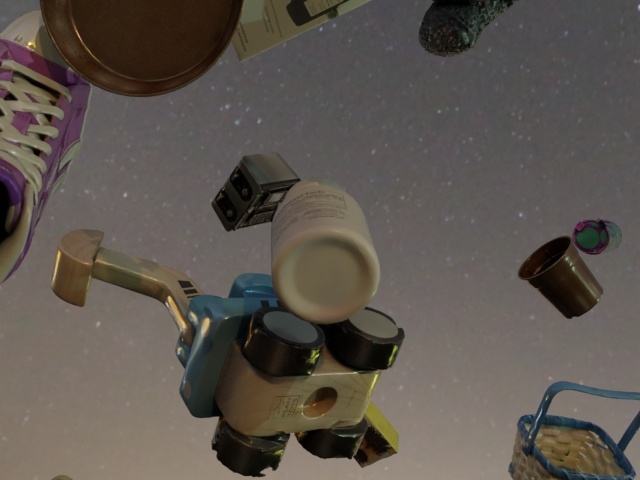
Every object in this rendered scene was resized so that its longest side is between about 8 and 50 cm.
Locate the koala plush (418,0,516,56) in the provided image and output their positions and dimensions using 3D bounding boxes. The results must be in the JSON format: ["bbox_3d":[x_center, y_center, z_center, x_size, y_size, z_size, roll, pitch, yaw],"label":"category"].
[{"bbox_3d":[0.175,-0.328,0.733,0.196,0.203,0.221,57,-2,-5],"label":"koala plush"}]

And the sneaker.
[{"bbox_3d":[-0.236,-0.069,0.563,0.102,0.282,0.161,21,-17,-28],"label":"sneaker"}]

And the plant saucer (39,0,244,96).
[{"bbox_3d":[-0.139,-0.198,0.575,0.168,0.168,0.029,17,5,6],"label":"plant saucer"}]

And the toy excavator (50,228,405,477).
[{"bbox_3d":[-0.162,0.134,1.124,0.432,0.222,0.445,4,24,-35],"label":"toy excavator"}]

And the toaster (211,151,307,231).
[{"bbox_3d":[-0.150,-0.118,1.736,0.110,0.185,0.168,54,-53,17],"label":"toaster"}]

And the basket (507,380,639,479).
[{"bbox_3d":[0.537,0.431,1.520,0.254,0.201,0.289,13,-64,-18],"label":"basket"}]

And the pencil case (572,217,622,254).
[{"bbox_3d":[0.517,-0.009,1.339,0.064,0.070,0.151,-39,-18,25],"label":"pencil case"}]

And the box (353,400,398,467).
[{"bbox_3d":[0.049,0.315,1.340,0.087,0.058,0.232,-32,-72,22],"label":"box"}]

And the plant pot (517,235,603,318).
[{"bbox_3d":[0.629,0.103,1.858,0.165,0.167,0.167,48,-37,-7],"label":"plant pot"}]

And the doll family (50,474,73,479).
[{"bbox_3d":[-0.228,0.179,0.459,0.193,0.076,0.111,30,-73,9],"label":"doll family"}]

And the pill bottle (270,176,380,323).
[{"bbox_3d":[0.000,0.000,0.945,0.131,0.229,0.131,-1,-67,-3],"label":"pill bottle"}]

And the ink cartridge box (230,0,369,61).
[{"bbox_3d":[-0.040,-0.364,0.935,0.237,0.172,0.100,-26,-30,-4],"label":"ink cartridge box"}]
